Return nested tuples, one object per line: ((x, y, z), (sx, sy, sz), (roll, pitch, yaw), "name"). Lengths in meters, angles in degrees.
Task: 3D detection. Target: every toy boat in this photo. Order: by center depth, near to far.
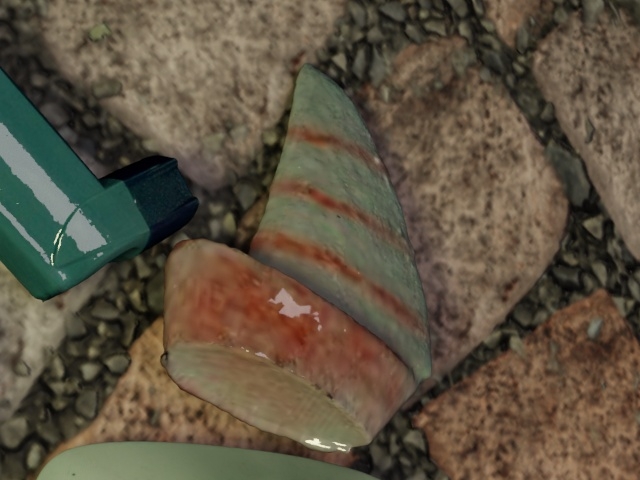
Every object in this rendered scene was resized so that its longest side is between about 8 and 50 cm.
((0.000, 0.000, 1.146), (0.206, 0.096, 0.282), (24, 52, -14), "toy boat")

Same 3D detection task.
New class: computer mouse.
((-0.053, 0.217, 1.061), (0.288, 0.097, 0.160), (12, 76, -29), "computer mouse")

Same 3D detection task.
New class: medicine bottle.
((-0.204, -0.071, 1.042), (0.258, 0.079, 0.124), (47, 59, -13), "medicine bottle")
